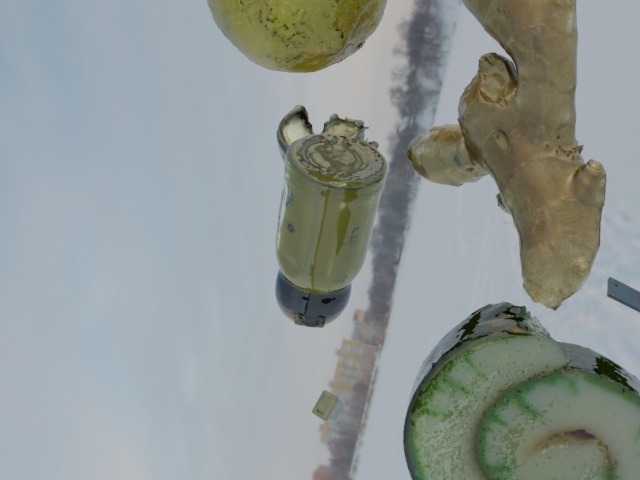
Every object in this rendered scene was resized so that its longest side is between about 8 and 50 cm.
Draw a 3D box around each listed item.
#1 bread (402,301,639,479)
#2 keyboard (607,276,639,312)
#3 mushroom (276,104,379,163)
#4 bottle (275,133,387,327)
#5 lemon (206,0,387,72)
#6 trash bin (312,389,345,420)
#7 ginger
[{"bbox_3d":[0.305,0.271,1.054,0.129,0.367,0.381,-46,-55,-71],"label":"bread"},{"bbox_3d":[0.701,0.139,1.587,0.014,0.176,0.055,-61,4,47],"label":"keyboard"},{"bbox_3d":[0.011,-0.205,1.836,0.164,0.267,0.189,86,-153,-51],"label":"mushroom"},{"bbox_3d":[0.000,0.000,1.293,0.171,0.172,0.351,-69,-8,-54],"label":"bottle"},{"bbox_3d":[-0.038,-0.375,1.016,0.257,0.258,0.310,94,162,-54],"label":"lemon"},{"bbox_3d":[0.021,0.387,1.700,0.060,0.043,0.092,-59,-21,-8],"label":"trash bin"},{"bbox_3d":[0.243,-0.139,0.857,0.348,0.122,0.363,53,139,36],"label":"ginger"}]
